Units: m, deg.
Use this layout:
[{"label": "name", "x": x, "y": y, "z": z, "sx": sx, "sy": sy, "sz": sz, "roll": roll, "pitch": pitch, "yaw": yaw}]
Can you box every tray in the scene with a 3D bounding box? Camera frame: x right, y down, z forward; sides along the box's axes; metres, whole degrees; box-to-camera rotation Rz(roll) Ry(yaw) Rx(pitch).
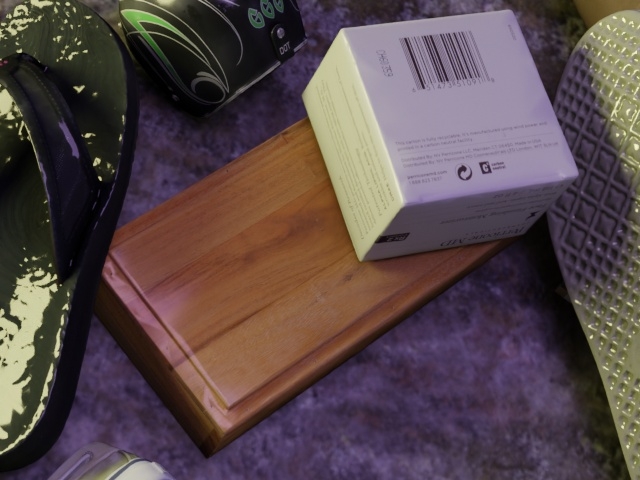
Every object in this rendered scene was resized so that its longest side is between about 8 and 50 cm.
[{"label": "tray", "x": 0.000, "y": 0.000, "z": 1.452, "sx": 0.411, "sy": 0.076, "sz": 0.203, "roll": -33, "pitch": 79, "yaw": -30}]

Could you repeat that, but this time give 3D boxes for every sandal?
[{"label": "sandal", "x": -0.251, "y": -0.033, "z": 1.321, "sx": 0.167, "sy": 0.107, "sz": 0.446, "roll": -9, "pitch": 61, "yaw": 20}]

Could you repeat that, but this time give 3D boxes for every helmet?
[{"label": "helmet", "x": -0.107, "y": -0.215, "z": 1.482, "sx": 0.169, "sy": 0.169, "sz": 0.161, "roll": -41, "pitch": 100, "yaw": -31}]

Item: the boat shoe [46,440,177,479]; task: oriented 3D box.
[{"label": "boat shoe", "x": -0.235, "y": 0.278, "z": 1.228, "sx": 0.094, "sy": 0.109, "sz": 0.302, "roll": 23, "pitch": 52, "yaw": 38}]

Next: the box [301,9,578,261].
[{"label": "box", "x": 0.104, "y": -0.096, "z": 1.424, "sx": 0.181, "sy": 0.119, "sz": 0.182, "roll": -10, "pitch": 68, "yaw": -23}]

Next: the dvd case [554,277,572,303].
[{"label": "dvd case", "x": 0.360, "y": 0.057, "z": 1.579, "sx": 0.221, "sy": 0.018, "sz": 0.164, "roll": 37, "pitch": 59, "yaw": 2}]

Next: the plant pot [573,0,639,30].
[{"label": "plant pot", "x": 0.368, "y": -0.262, "z": 1.632, "sx": 0.263, "sy": 0.263, "sz": 0.229, "roll": -16, "pitch": 53, "yaw": -25}]

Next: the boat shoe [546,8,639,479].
[{"label": "boat shoe", "x": 0.336, "y": 0.033, "z": 1.463, "sx": 0.156, "sy": 0.187, "sz": 0.500, "roll": -4, "pitch": 78, "yaw": -44}]
